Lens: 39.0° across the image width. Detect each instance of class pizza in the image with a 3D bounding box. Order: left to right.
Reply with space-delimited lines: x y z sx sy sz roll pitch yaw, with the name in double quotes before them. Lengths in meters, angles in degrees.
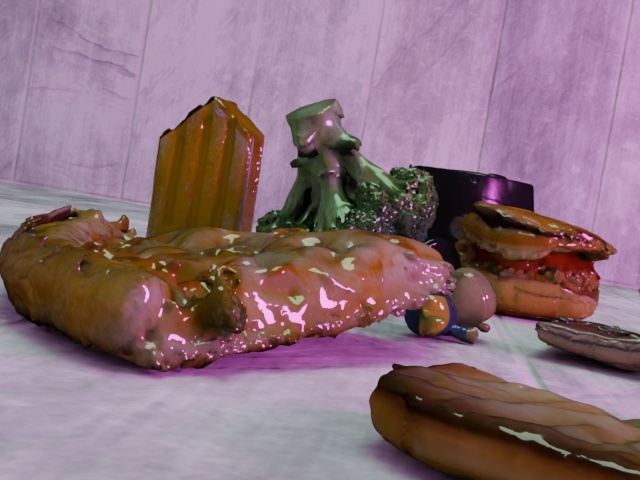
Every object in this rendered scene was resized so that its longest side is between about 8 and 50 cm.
"pizza" -0.118 0.026 0.760 0.434 0.080 0.392 3 7 14

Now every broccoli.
"broccoli" 0.035 -0.052 1.194 0.270 0.270 0.270 -18 11 4

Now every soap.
"soap" -0.180 -0.099 1.438 0.160 0.258 0.080 10 3 16

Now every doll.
"doll" 0.142 0.068 0.985 0.089 0.102 0.179 -31 -10 18

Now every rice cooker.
"rice cooker" 0.262 -0.019 1.683 0.267 0.225 0.267 9 5 -1

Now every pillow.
"pillow" 0.319 0.113 1.024 0.126 0.043 0.232 14 2 24

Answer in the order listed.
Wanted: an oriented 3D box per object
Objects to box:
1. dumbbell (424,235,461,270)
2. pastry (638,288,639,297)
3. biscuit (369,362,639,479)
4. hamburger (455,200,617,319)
"dumbbell" 0.121 0.033 1.405 0.100 0.100 0.191 7 4 -34
"pastry" 0.431 0.084 1.032 0.089 0.121 0.258 -27 12 7
"biscuit" 0.167 0.116 0.454 0.299 0.045 0.154 12 2 25
"hamburger" 0.319 0.039 1.390 0.244 0.163 0.244 16 6 -2
